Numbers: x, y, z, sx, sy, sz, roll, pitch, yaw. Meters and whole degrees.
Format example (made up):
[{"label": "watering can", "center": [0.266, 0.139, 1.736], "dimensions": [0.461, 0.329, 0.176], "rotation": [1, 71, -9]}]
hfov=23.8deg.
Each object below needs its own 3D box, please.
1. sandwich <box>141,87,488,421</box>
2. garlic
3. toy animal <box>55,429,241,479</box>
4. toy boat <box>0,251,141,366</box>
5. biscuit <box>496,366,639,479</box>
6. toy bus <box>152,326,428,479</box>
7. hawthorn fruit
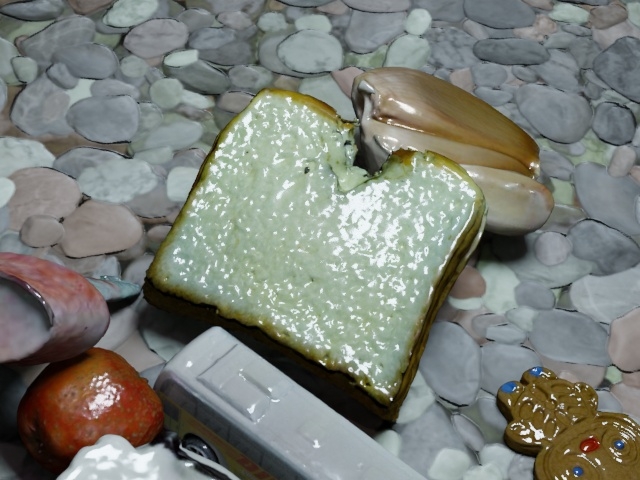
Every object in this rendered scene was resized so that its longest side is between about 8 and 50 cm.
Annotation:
[{"label": "sandwich", "center": [0.000, 0.000, 1.427], "dimensions": [0.273, 0.095, 0.249], "rotation": [25, 80, 13]}, {"label": "garlic", "center": [0.121, -0.093, 1.572], "dimensions": [0.228, 0.110, 0.217], "rotation": [27, 29, -11]}, {"label": "toy animal", "center": [-0.131, 0.269, 1.196], "dimensions": [0.208, 0.156, 0.204], "rotation": [30, 49, 8]}, {"label": "toy boat", "center": [-0.258, 0.048, 1.358], "dimensions": [0.206, 0.096, 0.282], "rotation": [4, 7, 16]}, {"label": "biscuit", "center": [0.237, 0.186, 1.405], "dimensions": [0.124, 0.026, 0.175], "rotation": [-27, 58, -29]}, {"label": "toy bus", "center": [-0.030, 0.181, 1.319], "dimensions": [0.268, 0.106, 0.092], "rotation": [35, 51, 21]}, {"label": "hawthorn fruit", "center": [-0.199, 0.151, 1.315], "dimensions": [0.128, 0.128, 0.128], "rotation": [4, 48, -5]}]
